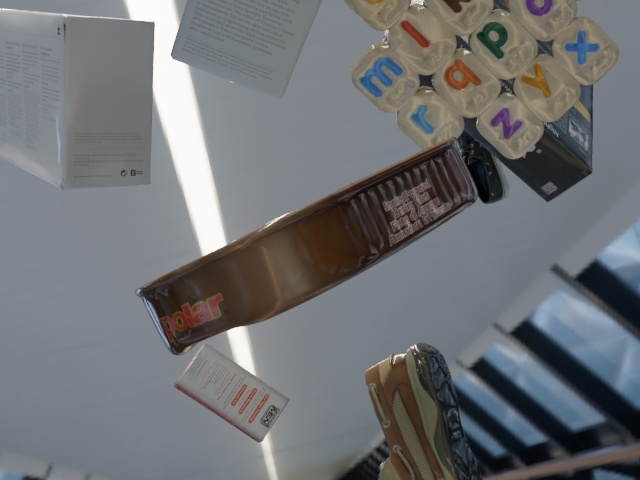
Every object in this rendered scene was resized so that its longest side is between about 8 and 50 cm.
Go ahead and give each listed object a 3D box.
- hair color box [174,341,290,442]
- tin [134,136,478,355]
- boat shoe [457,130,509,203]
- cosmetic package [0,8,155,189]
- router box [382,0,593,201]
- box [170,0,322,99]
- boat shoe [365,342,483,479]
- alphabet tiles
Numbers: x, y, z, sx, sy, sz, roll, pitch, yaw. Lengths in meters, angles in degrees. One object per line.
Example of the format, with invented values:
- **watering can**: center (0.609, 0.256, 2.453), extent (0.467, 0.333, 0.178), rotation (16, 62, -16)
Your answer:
- **hair color box**: center (-0.120, 0.206, 1.381), extent (0.072, 0.141, 0.043), rotation (-55, 0, -17)
- **tin**: center (0.000, 0.000, 0.454), extent (0.106, 0.040, 0.190), rotation (-20, 5, 38)
- **boat shoe**: center (0.221, -0.118, 1.433), extent (0.040, 0.142, 0.049), rotation (-24, -2, -40)
- **cosmetic package**: center (-0.182, -0.101, 0.669), extent (0.060, 0.098, 0.239), rotation (-6, 16, -32)
- **router box**: center (0.230, -0.232, 1.342), extent (0.309, 0.243, 0.081), rotation (38, -51, -18)
- **box**: center (-0.058, -0.402, 1.358), extent (0.168, 0.215, 0.345), rotation (20, -48, -8)
- **boat shoe**: center (0.142, 0.306, 1.383), extent (0.120, 0.324, 0.122), rotation (-19, -15, 20)
- **alphabet tiles**: center (0.172, -0.234, 1.095), extent (0.284, 0.278, 0.021), rotation (-46, 15, 13)
